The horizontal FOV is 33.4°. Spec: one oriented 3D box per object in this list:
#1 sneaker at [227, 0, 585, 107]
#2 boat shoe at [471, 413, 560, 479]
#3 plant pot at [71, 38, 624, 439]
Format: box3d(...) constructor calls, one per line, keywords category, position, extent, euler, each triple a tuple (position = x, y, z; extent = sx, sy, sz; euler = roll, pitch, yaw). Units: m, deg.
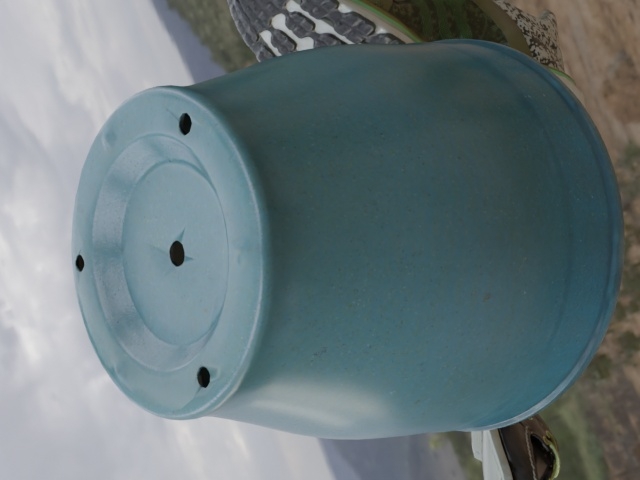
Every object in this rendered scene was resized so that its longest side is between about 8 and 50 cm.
box3d(category="sneaker", position=(0.092, -0.220, 1.074), extent=(0.158, 0.410, 0.182), euler=(-29, 50, 51))
box3d(category="boat shoe", position=(0.173, 0.179, 0.931), extent=(0.228, 0.069, 0.081), euler=(-76, -16, -80))
box3d(category="plant pot", position=(0.000, 0.000, 0.658), extent=(0.272, 0.255, 0.271), euler=(2, 93, 47))
